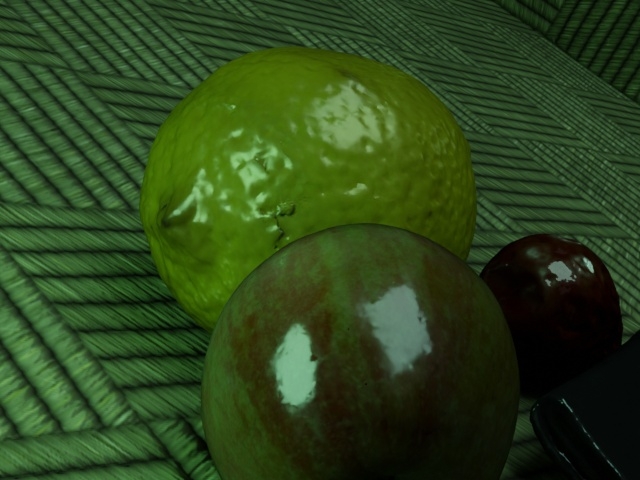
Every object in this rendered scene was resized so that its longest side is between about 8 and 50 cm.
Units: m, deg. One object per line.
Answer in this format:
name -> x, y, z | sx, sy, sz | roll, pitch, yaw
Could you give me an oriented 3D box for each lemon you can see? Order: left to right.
lemon -> -0.007, -0.035, 1.260 | 0.336, 0.336, 0.336 | 24, 22, -10

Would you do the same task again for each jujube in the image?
jujube -> 0.276, 0.088, 1.530 | 0.236, 0.168, 0.168 | 31, 13, -46

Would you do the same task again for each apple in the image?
apple -> 0.035, 0.123, 1.035 | 0.256, 0.257, 0.234 | 20, 25, -20

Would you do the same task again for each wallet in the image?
wallet -> 0.373, 0.219, 1.437 | 0.228, 0.062, 0.406 | 55, 29, 12
